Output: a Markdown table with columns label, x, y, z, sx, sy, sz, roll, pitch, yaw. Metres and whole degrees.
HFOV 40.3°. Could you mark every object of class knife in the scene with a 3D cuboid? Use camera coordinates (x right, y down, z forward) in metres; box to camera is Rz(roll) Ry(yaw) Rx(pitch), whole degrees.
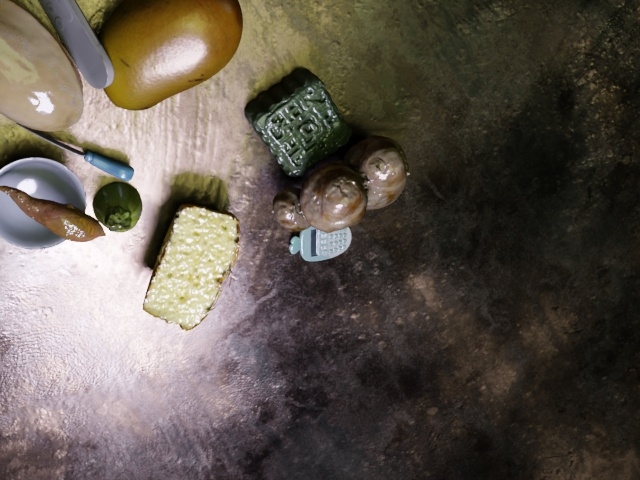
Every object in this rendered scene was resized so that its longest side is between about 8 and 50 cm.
| label | x | y | z | sx | sy | sz | roll | pitch | yaw |
| --- | --- | --- | --- | --- | --- | --- | --- | --- | --- |
| knife | -0.479 | -0.175 | 1.716 | 0.244 | 0.058 | 0.032 | 24 | 102 | -28 |

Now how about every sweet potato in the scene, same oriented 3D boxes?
| label | x | y | z | sx | sy | sz | roll | pitch | yaw |
| --- | --- | --- | --- | --- | --- | --- | --- | --- | --- |
| sweet potato | -0.504 | -0.046 | 1.658 | 0.226 | 0.068 | 0.068 | 27 | 99 | -28 |

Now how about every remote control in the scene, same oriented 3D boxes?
| label | x | y | z | sx | sy | sz | roll | pitch | yaw |
| --- | --- | --- | --- | --- | --- | --- | --- | --- | --- |
| remote control | -0.453 | -0.390 | 1.595 | 0.022 | 0.077 | 0.245 | -35 | 99 | -43 |

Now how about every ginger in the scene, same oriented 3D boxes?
| label | x | y | z | sx | sy | sz | roll | pitch | yaw |
| --- | --- | --- | --- | --- | --- | --- | --- | --- | --- |
| ginger | 0.051 | -0.112 | 1.829 | 0.304 | 0.244 | 0.155 | -26 | 100 | -24 |

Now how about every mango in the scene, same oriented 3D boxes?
| label | x | y | z | sx | sy | sz | roll | pitch | yaw |
| --- | --- | --- | --- | --- | --- | --- | --- | --- | --- |
| mango | -0.292 | -0.375 | 1.648 | 0.317 | 0.173 | 0.211 | -37 | 123 | 10 |

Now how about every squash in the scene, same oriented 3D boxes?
| label | x | y | z | sx | sy | sz | roll | pitch | yaw |
| --- | --- | --- | --- | --- | --- | --- | --- | --- | --- |
| squash | -0.400 | -0.050 | 1.754 | 0.105 | 0.132 | 0.105 | -7 | 113 | -16 |

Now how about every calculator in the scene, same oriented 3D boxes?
| label | x | y | z | sx | sy | sz | roll | pitch | yaw |
| --- | --- | --- | --- | --- | --- | --- | --- | --- | --- |
| calculator | 0.000 | 0.000 | 1.992 | 0.153 | 0.021 | 0.095 | -8 | 113 | -19 |

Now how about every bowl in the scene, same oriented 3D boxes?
| label | x | y | z | sx | sy | sz | roll | pitch | yaw |
| --- | --- | --- | --- | --- | --- | --- | --- | --- | --- |
| bowl | -0.556 | -0.084 | 1.707 | 0.189 | 0.086 | 0.189 | -8 | 115 | -17 |

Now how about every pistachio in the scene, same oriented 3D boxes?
| label | x | y | z | sx | sy | sz | roll | pitch | yaw |
| --- | --- | --- | --- | --- | --- | --- | --- | --- | --- |
| pistachio | -0.547 | -0.320 | 1.568 | 0.181 | 0.162 | 0.293 | -33 | 119 | 12 |

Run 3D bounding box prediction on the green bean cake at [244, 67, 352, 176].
| label | x | y | z | sx | sy | sz | roll | pitch | yaw |
| --- | --- | --- | --- | --- | --- | --- | --- | --- | --- |
| green bean cake | -0.044 | -0.244 | 1.835 | 0.173 | 0.094 | 0.181 | -35 | 120 | -6 |

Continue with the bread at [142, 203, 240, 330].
| label | x | y | z | sx | sy | sz | roll | pitch | yaw |
| --- | --- | --- | --- | --- | --- | --- | --- | --- | --- |
| bread | -0.271 | 0.046 | 1.842 | 0.160 | 0.147 | 0.261 | 16 | 98 | -17 |
